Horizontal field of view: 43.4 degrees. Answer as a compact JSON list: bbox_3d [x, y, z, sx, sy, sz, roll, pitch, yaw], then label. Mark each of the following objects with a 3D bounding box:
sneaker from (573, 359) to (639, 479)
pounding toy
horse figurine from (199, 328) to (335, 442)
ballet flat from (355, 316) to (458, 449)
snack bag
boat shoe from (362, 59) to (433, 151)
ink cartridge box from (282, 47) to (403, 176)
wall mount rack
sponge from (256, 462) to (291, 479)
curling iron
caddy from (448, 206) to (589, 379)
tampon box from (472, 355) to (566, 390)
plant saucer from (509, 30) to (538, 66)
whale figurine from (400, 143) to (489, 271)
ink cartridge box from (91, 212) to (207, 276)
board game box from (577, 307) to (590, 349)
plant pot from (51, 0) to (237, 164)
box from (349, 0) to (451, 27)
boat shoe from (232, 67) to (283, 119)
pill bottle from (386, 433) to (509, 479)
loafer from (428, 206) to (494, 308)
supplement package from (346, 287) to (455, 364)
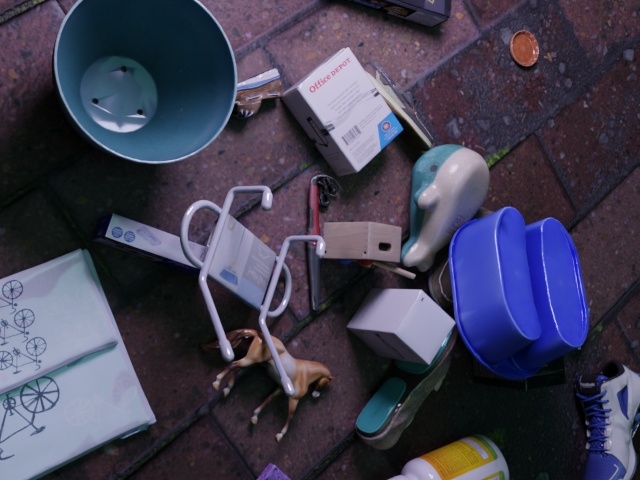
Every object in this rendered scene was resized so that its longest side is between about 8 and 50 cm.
[{"bbox_3d":[0.658,0.410,1.882,0.182,0.127,0.315,37,65,-18],"label":"sneaker"},{"bbox_3d":[0.098,0.020,1.569,0.141,0.130,0.100,8,84,-51],"label":"pounding toy"},{"bbox_3d":[-0.098,0.248,1.502,0.263,0.066,0.174,45,73,-21],"label":"horse figurine"},{"bbox_3d":[0.187,0.295,1.648,0.316,0.107,0.106,-48,129,-16],"label":"ballet flat"},{"bbox_3d":[-0.471,0.225,1.318,0.323,0.037,0.342,-24,99,-28],"label":"snack bag"},{"bbox_3d":[0.162,-0.279,1.656,0.223,0.080,0.073,42,75,-16],"label":"boat shoe"},{"bbox_3d":[0.043,-0.252,1.586,0.148,0.086,0.203,-43,107,-23],"label":"ink cartridge box"},{"bbox_3d":[-0.108,0.086,1.377,0.350,0.130,0.304,43,56,-52],"label":"wall mount rack"},{"bbox_3d":[-0.061,0.533,1.530,0.210,0.031,0.117,47,68,-18],"label":"sponge"},{"bbox_3d":[0.000,0.000,1.581,0.068,0.035,0.274,6,85,-28],"label":"curling iron"},{"bbox_3d":[0.377,0.099,1.591,0.241,0.179,0.341,12,61,-26],"label":"caddy"},{"bbox_3d":[0.424,0.258,1.729,0.120,0.161,0.101,-3,89,-30],"label":"tampon box"},{"bbox_3d":[0.471,-0.445,1.867,0.083,0.013,0.083,1,88,-29],"label":"plant saucer"},{"bbox_3d":[0.234,-0.073,1.670,0.216,0.141,0.272,15,104,-56],"label":"whale figurine"},{"bbox_3d":[-0.281,0.011,1.394,0.207,0.097,0.046,21,77,-26],"label":"ink cartridge box"},{"bbox_3d":[0.558,0.183,1.881,0.154,0.026,0.103,24,77,-26],"label":"board game box"},{"bbox_3d":[-0.309,-0.261,1.334,0.290,0.195,0.290,1,88,-28],"label":"plant pot"},{"bbox_3d":[0.145,-0.624,1.667,0.293,0.073,0.295,10,83,-29],"label":"box"},{"bbox_3d":[-0.142,-0.262,1.498,0.183,0.066,0.066,-30,103,-26],"label":"boat shoe"},{"bbox_3d":[0.250,0.497,1.639,0.246,0.136,0.136,-14,94,-28],"label":"pill bottle"},{"bbox_3d":[0.315,0.031,1.721,0.094,0.087,0.251,36,72,-22],"label":"loafer"},{"bbox_3d":[0.155,0.165,1.576,0.105,0.179,0.105,43,69,-20],"label":"supplement package"}]
